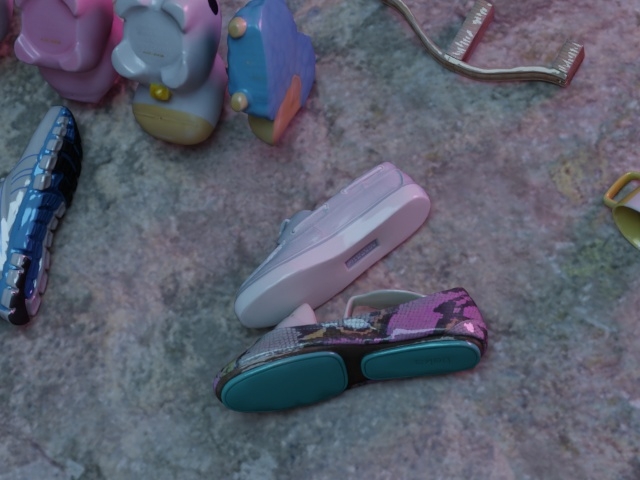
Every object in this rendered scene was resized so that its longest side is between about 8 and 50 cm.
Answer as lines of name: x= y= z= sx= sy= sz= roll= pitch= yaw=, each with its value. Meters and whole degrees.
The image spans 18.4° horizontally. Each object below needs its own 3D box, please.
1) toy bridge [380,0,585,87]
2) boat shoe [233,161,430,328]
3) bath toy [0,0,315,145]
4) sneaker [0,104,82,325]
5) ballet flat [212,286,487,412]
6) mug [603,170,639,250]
toy bridge: x=0.125 y=-0.173 z=1.662 sx=0.188 sy=0.026 sz=0.063 roll=26 pitch=78 yaw=15
boat shoe: x=0.000 y=0.000 z=1.603 sx=0.184 sy=0.066 sz=0.063 roll=-38 pitch=57 yaw=-4
bath toy: x=-0.184 y=-0.173 z=1.652 sx=0.348 sy=0.129 sz=0.151 roll=15 pitch=116 yaw=16
sneaker: x=-0.258 y=-0.029 z=1.643 sx=0.083 sy=0.071 sz=0.190 roll=12 pitch=73 yaw=17
ballet flat: x=0.021 y=0.081 z=1.573 sx=0.222 sy=0.077 sz=0.079 roll=-12 pitch=52 yaw=-2
mug: x=0.271 y=-0.032 z=1.580 sx=0.078 sy=0.062 sz=0.064 roll=41 pitch=73 yaw=11
